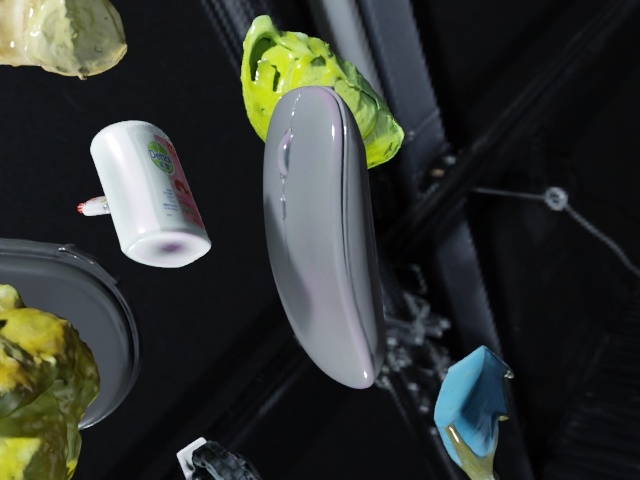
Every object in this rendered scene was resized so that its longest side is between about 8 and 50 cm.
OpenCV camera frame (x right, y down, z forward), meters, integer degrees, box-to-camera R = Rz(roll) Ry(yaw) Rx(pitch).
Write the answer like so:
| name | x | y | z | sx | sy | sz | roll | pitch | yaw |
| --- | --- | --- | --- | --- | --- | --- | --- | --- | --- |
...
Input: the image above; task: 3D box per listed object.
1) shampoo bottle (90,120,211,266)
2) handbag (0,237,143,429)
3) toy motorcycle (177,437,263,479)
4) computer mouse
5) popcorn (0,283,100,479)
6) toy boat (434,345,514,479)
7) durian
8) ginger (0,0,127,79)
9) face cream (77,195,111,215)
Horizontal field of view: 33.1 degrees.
| name | x | y | z | sx | sy | sz | roll | pitch | yaw |
| --- | --- | --- | --- | --- | --- | --- | --- | --- | --- |
| shampoo bottle | -0.115 | -0.035 | 0.718 | 0.072 | 0.043 | 0.099 | 22 | -137 | -61 |
| handbag | -0.374 | 0.118 | 1.339 | 0.093 | 0.308 | 0.254 | -100 | 16 | -74 |
| toy motorcycle | -0.083 | 0.384 | 1.311 | 0.143 | 0.188 | 0.327 | -33 | -78 | -27 |
| computer mouse | -0.001 | 0.001 | 0.810 | 0.057 | 0.120 | 0.232 | -13 | -75 | -27 |
| popcorn | -0.332 | 0.151 | 0.877 | 0.282 | 0.282 | 0.247 | 6 | -72 | -51 |
| toy boat | 0.165 | 0.183 | 1.112 | 0.077 | 0.075 | 0.185 | 48 | -157 | -7 |
| durian | -0.010 | -0.155 | 1.270 | 0.250 | 0.101 | 0.139 | 27 | -92 | -33 |
| ginger | -0.332 | -0.250 | 1.133 | 0.152 | 0.267 | 0.138 | -76 | -3 | -69 |
| face cream | -0.319 | -0.050 | 1.545 | 0.040 | 0.083 | 0.021 | -40 | -65 | -43 |
